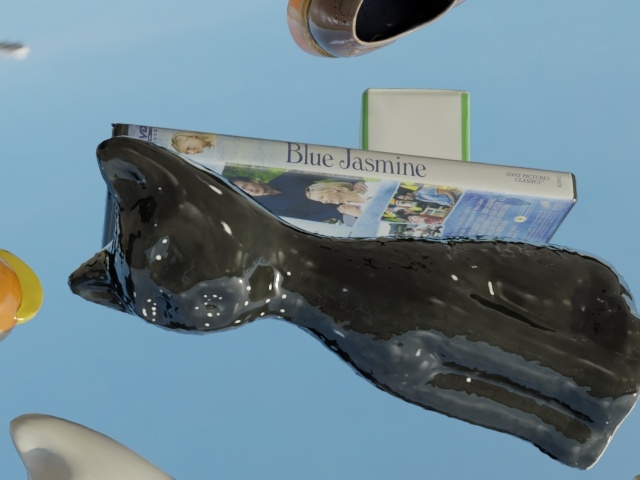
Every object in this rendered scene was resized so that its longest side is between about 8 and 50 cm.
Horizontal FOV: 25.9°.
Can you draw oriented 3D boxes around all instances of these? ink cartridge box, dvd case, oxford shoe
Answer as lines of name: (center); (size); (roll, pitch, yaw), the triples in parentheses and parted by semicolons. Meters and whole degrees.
ink cartridge box: (0.098, -0.039, 1.553); (0.117, 0.201, 0.278); (0, 172, 0)
dvd case: (0.000, 0.000, 0.809); (0.253, 0.180, 0.022); (5, -119, -9)
oxford shoe: (0.141, -0.301, 1.504); (0.364, 0.130, 0.133); (-38, -152, -17)

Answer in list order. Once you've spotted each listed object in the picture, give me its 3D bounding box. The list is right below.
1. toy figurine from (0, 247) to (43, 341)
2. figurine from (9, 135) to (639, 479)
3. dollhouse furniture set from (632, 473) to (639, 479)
toy figurine: (-0.233, 0.038, 0.571); (0.148, 0.213, 0.209); (-52, -170, 17)
figurine: (-0.015, 0.075, 0.552); (0.209, 0.215, 0.092); (18, -153, -12)
dollhouse furniture set: (0.248, 0.228, 0.935); (0.123, 0.144, 0.151); (-37, -154, 50)
